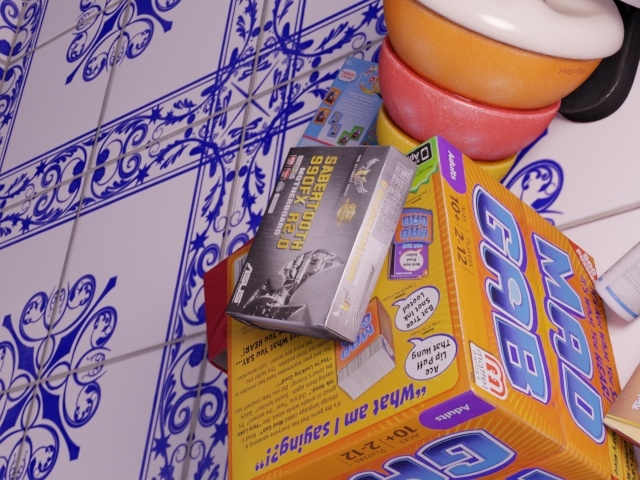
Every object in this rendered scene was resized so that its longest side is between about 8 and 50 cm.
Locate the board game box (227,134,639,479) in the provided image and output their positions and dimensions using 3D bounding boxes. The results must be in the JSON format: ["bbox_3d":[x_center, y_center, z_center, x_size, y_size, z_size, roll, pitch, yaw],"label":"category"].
[{"bbox_3d":[0.130,0.163,1.588,0.356,0.356,0.356,-29,46,30],"label":"board game box"}]

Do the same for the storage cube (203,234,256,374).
[{"bbox_3d":[-0.051,0.109,1.944,0.183,0.215,0.193,-38,36,23],"label":"storage cube"}]

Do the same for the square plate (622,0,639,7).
[{"bbox_3d":[0.404,-0.433,1.745,0.347,0.049,0.344,33,50,30],"label":"square plate"}]

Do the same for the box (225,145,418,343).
[{"bbox_3d":[0.000,0.000,1.507,0.183,0.056,0.231,5,68,49],"label":"box"}]

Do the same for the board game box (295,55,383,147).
[{"bbox_3d":[0.052,-0.210,2.189,0.160,0.039,0.212,25,84,51],"label":"board game box"}]

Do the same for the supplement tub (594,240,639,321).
[{"bbox_3d":[0.407,0.045,1.606,0.107,0.071,0.071,-44,40,16],"label":"supplement tub"}]

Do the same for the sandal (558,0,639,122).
[{"bbox_3d":[0.418,-0.391,1.866,0.167,0.107,0.446,-9,59,44],"label":"sandal"}]

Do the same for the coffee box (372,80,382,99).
[{"bbox_3d":[0.180,-0.246,2.049,0.184,0.040,0.113,37,93,41],"label":"coffee box"}]

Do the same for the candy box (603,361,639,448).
[{"bbox_3d":[0.486,0.127,1.448,0.316,0.087,0.183,-58,38,-1],"label":"candy box"}]

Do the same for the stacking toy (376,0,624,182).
[{"bbox_3d":[0.185,-0.176,1.812,0.351,0.350,0.480,60,137,49],"label":"stacking toy"}]
